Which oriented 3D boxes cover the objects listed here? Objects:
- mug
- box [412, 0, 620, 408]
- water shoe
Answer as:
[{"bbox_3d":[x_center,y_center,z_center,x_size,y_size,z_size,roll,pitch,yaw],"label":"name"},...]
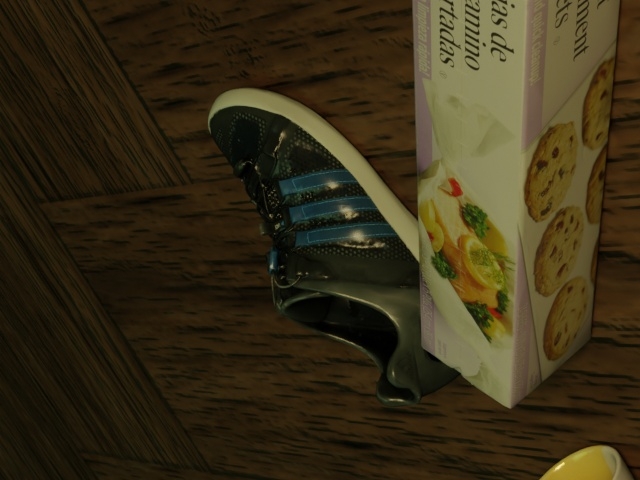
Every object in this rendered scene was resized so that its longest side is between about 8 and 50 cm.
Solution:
[{"bbox_3d":[0.151,0.147,1.000,0.062,0.078,0.064,-30,110,31],"label":"mug"},{"bbox_3d":[0.084,-0.052,0.824,0.063,0.067,0.324,34,148,29],"label":"box"},{"bbox_3d":[0.000,0.000,1.005,0.203,0.080,0.073,43,152,15],"label":"water shoe"}]
